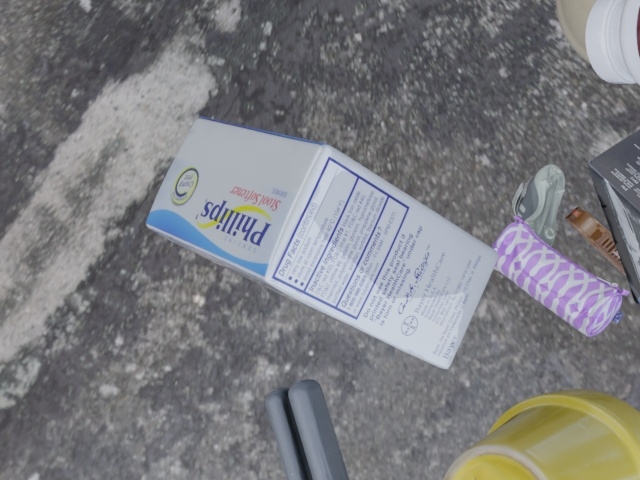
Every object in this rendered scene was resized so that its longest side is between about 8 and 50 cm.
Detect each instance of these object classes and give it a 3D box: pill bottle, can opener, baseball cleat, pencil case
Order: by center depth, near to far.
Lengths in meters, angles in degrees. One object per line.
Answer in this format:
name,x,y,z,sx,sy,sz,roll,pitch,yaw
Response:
pill bottle,0.250,-0.136,0.613,0.086,0.152,0.086,-5,99,-35
can opener,-0.003,0.295,1.058,0.074,0.093,0.281,-23,74,34
pencil case,0.345,0.054,1.412,0.206,0.086,0.088,37,111,28
baseball cleat,0.366,-0.033,1.671,0.072,0.206,0.109,32,156,-10

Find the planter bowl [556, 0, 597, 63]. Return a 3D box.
planter bowl,0.314,-0.249,0.925,0.162,0.109,0.162,-1,85,7

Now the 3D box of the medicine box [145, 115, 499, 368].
medicine box,0.000,0.000,1.081,0.289,0.263,0.149,30,84,-38

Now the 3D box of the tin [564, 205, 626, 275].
tin,0.476,0.016,1.569,0.189,0.106,0.040,41,96,-10

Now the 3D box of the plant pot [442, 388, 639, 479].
plant pot,0.273,0.316,1.165,0.239,0.254,0.254,2,125,-49

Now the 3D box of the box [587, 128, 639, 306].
box,0.401,0.061,0.944,0.076,0.307,0.242,-33,132,1
